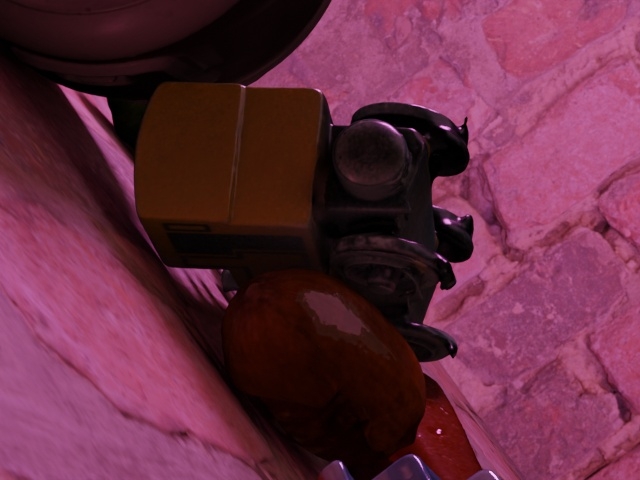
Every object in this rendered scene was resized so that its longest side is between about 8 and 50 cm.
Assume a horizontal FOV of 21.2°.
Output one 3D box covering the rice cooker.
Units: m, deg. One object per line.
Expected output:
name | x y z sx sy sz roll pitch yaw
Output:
rice cooker | -0.145 -0.268 1.324 0.335 0.335 0.325 53 4 8

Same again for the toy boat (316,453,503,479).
toy boat | 0.116 0.247 1.031 0.332 0.133 0.145 50 4 -37

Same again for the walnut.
walnut | 0.008 0.096 1.237 0.207 0.116 0.116 41 10 -38

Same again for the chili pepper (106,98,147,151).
chili pepper | -0.134 -0.096 1.532 0.279 0.065 0.122 53 -30 -4

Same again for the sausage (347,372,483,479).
sausage | 0.079 0.197 1.319 0.102 0.102 0.330 51 4 -24

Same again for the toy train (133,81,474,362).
toy train | 0.000 0.000 1.367 0.369 0.237 0.150 75 20 -68
